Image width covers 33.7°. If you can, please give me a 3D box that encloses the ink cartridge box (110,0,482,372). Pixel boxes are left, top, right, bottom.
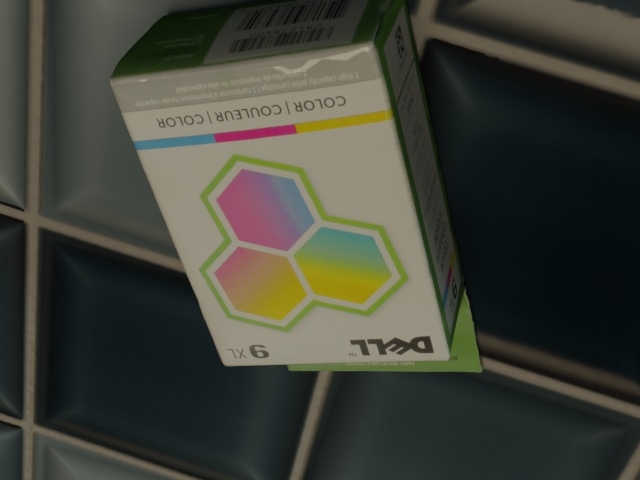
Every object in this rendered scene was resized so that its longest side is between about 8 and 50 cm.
[{"bbox_3d":[0.000,0.000,0.468,0.109,0.062,0.209,-4,125,19],"label":"ink cartridge box"}]
